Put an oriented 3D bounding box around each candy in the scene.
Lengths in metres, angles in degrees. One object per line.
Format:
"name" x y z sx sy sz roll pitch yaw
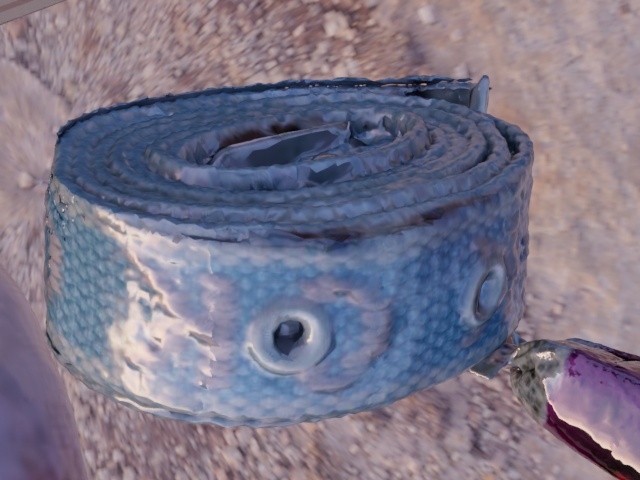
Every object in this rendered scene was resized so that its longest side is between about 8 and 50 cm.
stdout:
"candy" 0.116 0.065 0.525 0.175 0.045 0.043 29 105 22

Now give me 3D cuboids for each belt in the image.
"belt" -0.008 0.002 0.528 0.163 0.147 0.082 -2 115 -10

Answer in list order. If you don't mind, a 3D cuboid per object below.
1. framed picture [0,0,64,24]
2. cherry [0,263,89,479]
"framed picture" -0.170 -0.090 0.671 0.324 0.244 0.013 -24 96 -18
"cherry" -0.288 0.100 0.898 0.335 0.291 0.326 -9 64 22
